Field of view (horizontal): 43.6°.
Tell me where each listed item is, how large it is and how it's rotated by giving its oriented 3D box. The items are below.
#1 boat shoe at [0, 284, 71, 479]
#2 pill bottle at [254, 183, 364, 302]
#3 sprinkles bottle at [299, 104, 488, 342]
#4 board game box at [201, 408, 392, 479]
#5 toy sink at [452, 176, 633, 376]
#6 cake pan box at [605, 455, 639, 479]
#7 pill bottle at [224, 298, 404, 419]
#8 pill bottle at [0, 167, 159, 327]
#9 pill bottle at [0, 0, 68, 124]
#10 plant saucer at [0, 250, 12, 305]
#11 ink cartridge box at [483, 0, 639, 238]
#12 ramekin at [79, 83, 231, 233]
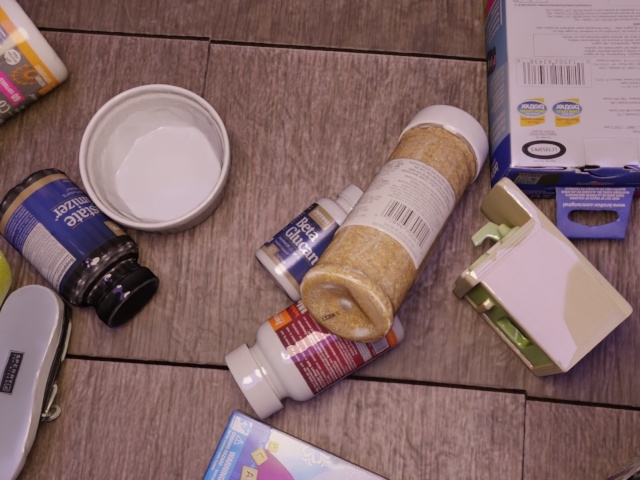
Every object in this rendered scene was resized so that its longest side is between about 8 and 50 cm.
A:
[{"bbox_3d":[-0.411,0.214,1.072,0.113,0.105,0.306,7,71,7],"label":"boat shoe"},{"bbox_3d":[0.000,0.000,1.114,0.169,0.094,0.094,-40,80,-7],"label":"pill bottle"},{"bbox_3d":[0.104,-0.033,1.030,0.121,0.121,0.355,30,51,7],"label":"sprinkles bottle"},{"bbox_3d":[-0.034,0.429,1.034,0.318,0.066,0.318,22,79,6],"label":"board game box"},{"bbox_3d":[0.265,0.056,1.067,0.131,0.153,0.234,-40,81,-7],"label":"toy sink"},{"bbox_3d":[0.347,0.356,0.951,0.267,0.246,0.070,-36,80,-6],"label":"cake pan box"},{"bbox_3d":[-0.009,0.138,1.070,0.221,0.121,0.121,-31,79,-6],"label":"pill bottle"},{"bbox_3d":[-0.332,0.013,1.104,0.219,0.123,0.123,42,82,9],"label":"pill bottle"},{"bbox_3d":[-0.518,-0.223,1.141,0.278,0.162,0.162,-37,79,-6],"label":"pill bottle"},{"bbox_3d":[-0.493,0.095,1.091,0.188,0.045,0.188,11,74,45],"label":"plant saucer"},{"bbox_3d":[0.376,-0.204,1.122,0.270,0.151,0.395,0,76,2],"label":"ink cartridge box"},{"bbox_3d":[-0.225,-0.105,1.135,0.207,0.109,0.207,0,77,1],"label":"ramekin"}]
